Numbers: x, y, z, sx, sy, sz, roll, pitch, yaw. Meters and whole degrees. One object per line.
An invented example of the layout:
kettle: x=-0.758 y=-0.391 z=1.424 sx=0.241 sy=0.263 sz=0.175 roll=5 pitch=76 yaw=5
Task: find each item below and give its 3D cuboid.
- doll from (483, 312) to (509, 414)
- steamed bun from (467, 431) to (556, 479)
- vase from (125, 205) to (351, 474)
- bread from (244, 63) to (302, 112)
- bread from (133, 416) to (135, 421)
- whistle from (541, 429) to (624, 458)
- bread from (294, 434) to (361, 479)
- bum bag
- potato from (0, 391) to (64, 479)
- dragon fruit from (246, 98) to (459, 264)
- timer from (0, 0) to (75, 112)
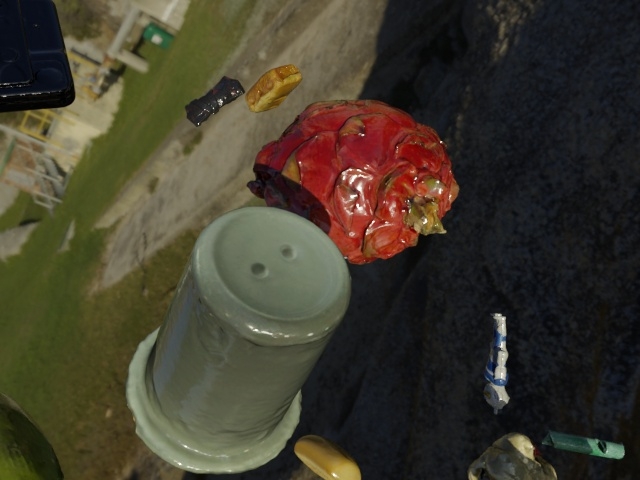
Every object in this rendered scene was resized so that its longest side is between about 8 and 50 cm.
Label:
doll: x=0.396 y=0.281 z=1.517 sx=0.114 sy=0.057 sz=0.228 roll=10 pitch=-101 yaw=-87
steamed bun: x=0.378 y=0.452 z=1.334 sx=0.172 sy=0.155 sz=0.141 roll=-34 pitch=48 yaw=-17
vase: x=-0.087 y=0.115 z=0.812 sx=0.291 sy=0.245 sz=0.245 roll=122 pitch=156 yaw=-44
bread: x=-0.093 y=-0.296 z=1.317 sx=0.074 sy=0.053 sz=0.132 roll=-29 pitch=1 yaw=-39
bread: x=-0.322 y=0.409 z=1.621 sx=0.134 sy=0.244 sz=0.244 roll=-62 pitch=26 yaw=9
whistle: x=0.569 y=0.442 z=1.458 sx=0.039 sy=0.186 sz=0.039 roll=-167 pitch=90 yaw=-78
bread: x=0.027 y=0.617 z=1.886 sx=0.217 sy=0.147 sz=0.098 roll=15 pitch=62 yaw=49
bum bag: x=-0.202 y=-0.265 z=1.271 sx=0.124 sy=0.058 sz=0.034 roll=-40 pitch=-19 yaw=-17
potato: x=-0.395 y=0.290 z=0.740 sx=0.304 sy=0.215 sz=0.216 roll=47 pitch=114 yaw=31
dragon fruit: x=0.059 y=-0.097 z=1.112 sx=0.342 sy=0.277 sz=0.278 roll=26 pitch=92 yaw=31
timer: x=-0.398 y=-0.243 z=0.853 sx=0.055 sy=0.144 sz=0.187 roll=110 pitch=143 yaw=-54
